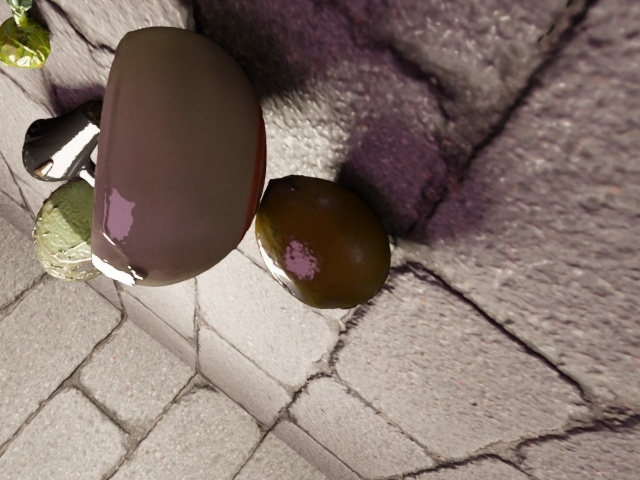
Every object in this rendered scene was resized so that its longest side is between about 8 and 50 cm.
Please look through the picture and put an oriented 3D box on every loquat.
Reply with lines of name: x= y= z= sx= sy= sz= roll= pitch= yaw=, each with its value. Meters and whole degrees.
loquat: x=0.000 y=0.000 z=0.784 sx=0.152 sy=0.152 sz=0.195 roll=0 pitch=127 yaw=55

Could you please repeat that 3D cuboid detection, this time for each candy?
candy: x=-0.422 y=-0.338 z=0.914 sx=0.077 sy=0.073 sz=0.262 roll=22 pitch=149 yaw=-6

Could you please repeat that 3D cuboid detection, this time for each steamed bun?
steamed bun: x=-0.149 y=-0.086 z=0.727 sx=0.177 sy=0.283 sz=0.283 roll=6 pitch=161 yaw=-15

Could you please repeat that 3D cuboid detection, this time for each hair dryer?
hair dryer: x=-0.365 y=-0.107 z=1.213 sx=0.304 sy=0.120 sz=0.359 roll=-15 pitch=133 yaw=44

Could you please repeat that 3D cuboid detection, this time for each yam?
yam: x=-0.542 y=-0.012 z=1.478 sx=0.202 sy=0.201 sz=0.271 roll=43 pitch=149 yaw=-10
